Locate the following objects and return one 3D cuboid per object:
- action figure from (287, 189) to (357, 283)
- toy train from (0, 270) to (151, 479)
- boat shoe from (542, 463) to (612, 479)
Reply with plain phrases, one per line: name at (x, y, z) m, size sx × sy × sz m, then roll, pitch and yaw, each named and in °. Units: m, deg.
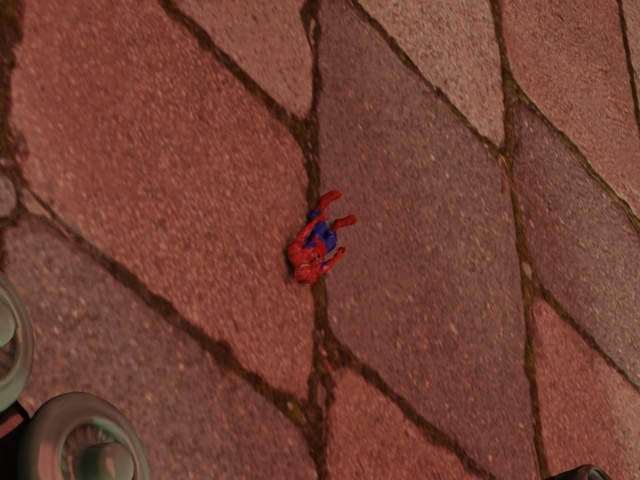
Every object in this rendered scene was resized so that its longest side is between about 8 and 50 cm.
action figure at (0.000, 0.000, 1.393) m, size 0.038 × 0.030 × 0.115 m, roll 62°, pitch 28°, yaw -18°
toy train at (-0.161, 0.154, 0.849) m, size 0.334 × 0.142 × 0.190 m, roll 54°, pitch 38°, yaw -21°
boat shoe at (0.248, 0.321, 1.424) m, size 0.335 × 0.119 × 0.121 m, roll 55°, pitch 37°, yaw 2°
